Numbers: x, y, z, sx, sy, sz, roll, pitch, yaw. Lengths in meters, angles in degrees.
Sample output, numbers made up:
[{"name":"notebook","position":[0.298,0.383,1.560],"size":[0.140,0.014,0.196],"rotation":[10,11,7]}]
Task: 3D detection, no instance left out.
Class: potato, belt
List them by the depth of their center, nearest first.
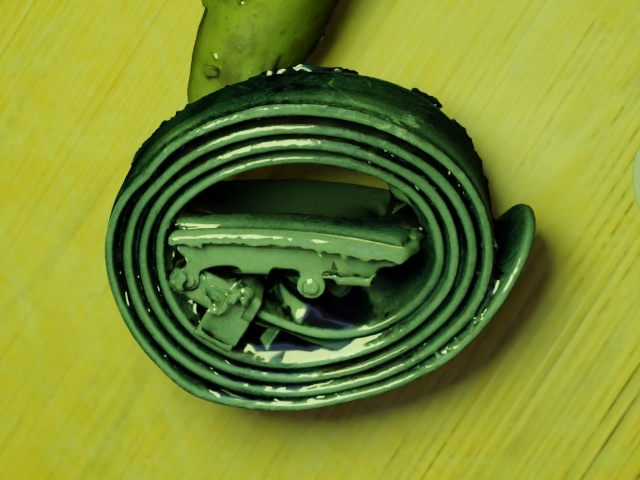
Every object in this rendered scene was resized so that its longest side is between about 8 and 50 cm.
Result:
[{"name":"belt","position":[0.000,0.000,1.091],"size":[0.268,0.116,0.206],"rotation":[-8,110,6]},{"name":"potato","position":[-0.029,-0.173,1.136],"size":[0.090,0.117,0.225],"rotation":[24,102,6]}]

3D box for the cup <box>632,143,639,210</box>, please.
[{"name":"cup","position":[0.315,-0.063,1.016],"size":[0.290,0.219,0.257],"rotation":[-40,78,38]}]
